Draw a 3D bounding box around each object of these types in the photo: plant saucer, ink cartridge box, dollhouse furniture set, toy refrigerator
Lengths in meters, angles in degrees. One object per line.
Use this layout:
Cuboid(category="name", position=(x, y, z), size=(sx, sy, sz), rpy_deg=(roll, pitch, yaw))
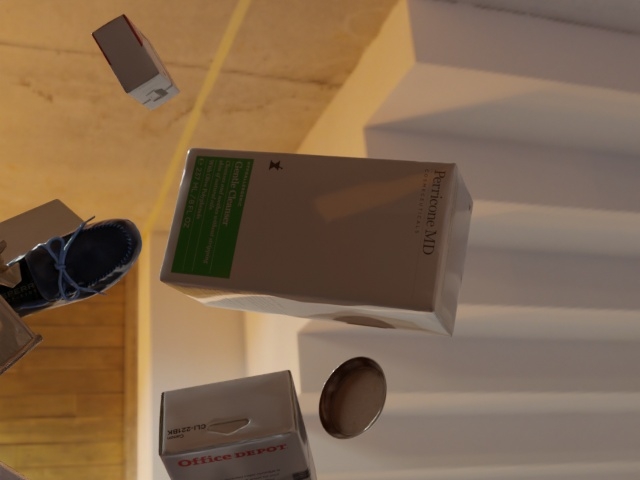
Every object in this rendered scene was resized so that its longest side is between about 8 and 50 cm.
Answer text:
Cuboid(category="plant saucer", position=(0.068, 0.308, 1.695), size=(0.168, 0.169, 0.029), rpy_deg=(-22, -41, 37))
Cuboid(category="ink cartridge box", position=(-0.114, 0.330, 1.312), size=(0.196, 0.114, 0.273), rpy_deg=(-10, -44, 0))
Cuboid(category="dollhouse furniture set", position=(-0.567, 0.166, 1.276), size=(0.303, 0.174, 0.355), rpy_deg=(-45, 9, -39))
Cuboid(category="toy refrigerator", position=(-0.643, 0.013, 1.884), size=(0.269, 0.102, 0.094), rpy_deg=(-35, -20, -53))
Cuboid(category="ink cartridge box", position=(-0.258, -0.249, 1.236), size=(0.056, 0.099, 0.135), rpy_deg=(-31, -2, 2))

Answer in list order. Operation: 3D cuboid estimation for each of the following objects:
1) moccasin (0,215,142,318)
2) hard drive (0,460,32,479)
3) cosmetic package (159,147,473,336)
Cuboid(category="moccasin", position=(-0.473, 0.069, 1.546), size=(0.342, 0.138, 0.117), rpy_deg=(-30, -6, 14))
Cuboid(category="hard drive", position=(-0.381, 0.397, 1.043), size=(0.040, 0.210, 0.319), rpy_deg=(21, -23, 46))
Cuboid(category="cosmetic package", position=(0.000, 0.000, 1.145), size=(0.365, 0.197, 0.155), rpy_deg=(4, -16, 20))
